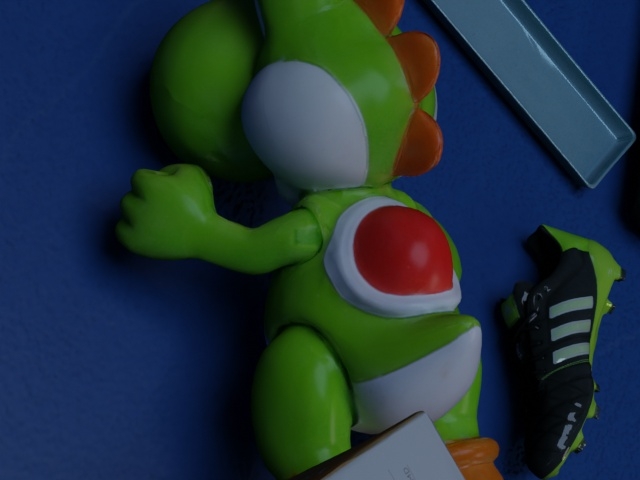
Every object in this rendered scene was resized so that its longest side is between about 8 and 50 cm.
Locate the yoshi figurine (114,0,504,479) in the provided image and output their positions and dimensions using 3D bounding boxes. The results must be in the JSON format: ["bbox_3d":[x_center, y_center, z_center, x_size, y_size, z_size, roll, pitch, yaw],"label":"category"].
[{"bbox_3d":[-0.010,0.001,1.109,0.203,0.203,0.362,-7,89,8],"label":"yoshi figurine"}]

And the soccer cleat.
[{"bbox_3d":[0.145,0.070,1.219,0.072,0.060,0.179,25,54,-11],"label":"soccer cleat"}]

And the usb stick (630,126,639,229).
[{"bbox_3d":[0.268,-0.119,1.367,0.077,0.045,0.278,26,60,-26],"label":"usb stick"}]

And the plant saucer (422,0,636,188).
[{"bbox_3d":[0.137,-0.123,1.307,0.192,0.018,0.067,49,55,-6],"label":"plant saucer"}]

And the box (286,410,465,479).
[{"bbox_3d":[-0.073,0.242,0.870,0.345,0.215,0.168,-27,87,-52],"label":"box"}]
